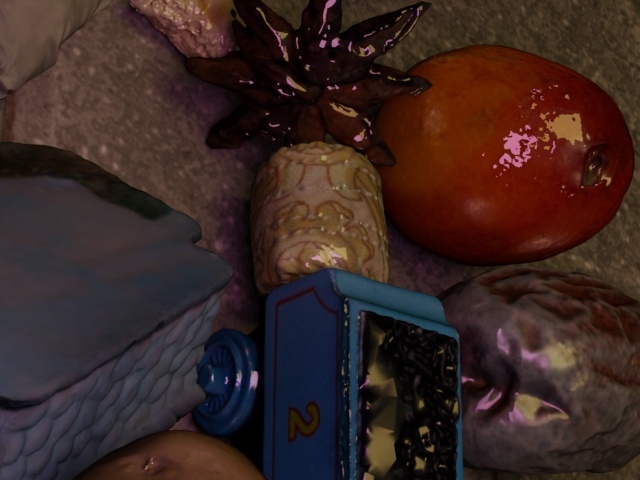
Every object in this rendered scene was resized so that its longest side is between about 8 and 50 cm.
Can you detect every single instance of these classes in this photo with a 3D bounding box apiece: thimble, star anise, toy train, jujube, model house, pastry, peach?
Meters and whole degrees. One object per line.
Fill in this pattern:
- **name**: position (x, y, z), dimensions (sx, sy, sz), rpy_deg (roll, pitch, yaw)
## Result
- **thimble**: position (0.000, 0.000, 1.905), dimensions (0.137, 0.190, 0.143), rpy_deg (-7, 66, 4)
- **star anise**: position (-0.004, -0.160, 1.881), dimensions (0.272, 0.272, 0.102), rpy_deg (41, 17, -22)
- **toy train**: position (0.008, 0.186, 1.767), dimensions (0.188, 0.265, 0.300), rpy_deg (16, 64, -35)
- **jujube**: position (0.239, 0.136, 1.990), dimensions (0.308, 0.246, 0.215), rpy_deg (2, 92, -55)
- **model house**: position (-0.280, 0.145, 1.576), dimensions (0.360, 0.297, 0.339), rpy_deg (-37, 145, -55)
- **pastry**: position (-0.091, -0.290, 1.977), dimensions (0.121, 0.089, 0.258), rpy_deg (55, 51, -27)
- **peach**: position (0.194, -0.094, 2.020), dimensions (0.281, 0.281, 0.238), rpy_deg (47, 52, -17)

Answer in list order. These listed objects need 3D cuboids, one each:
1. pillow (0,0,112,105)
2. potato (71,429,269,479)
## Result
- **pillow**: position (-0.280, -0.291, 1.723), dimensions (0.283, 0.138, 0.310), rpy_deg (-57, 150, -43)
- **potato**: position (-0.123, 0.280, 1.361), dimensions (0.221, 0.243, 0.326), rpy_deg (11, 49, 10)
